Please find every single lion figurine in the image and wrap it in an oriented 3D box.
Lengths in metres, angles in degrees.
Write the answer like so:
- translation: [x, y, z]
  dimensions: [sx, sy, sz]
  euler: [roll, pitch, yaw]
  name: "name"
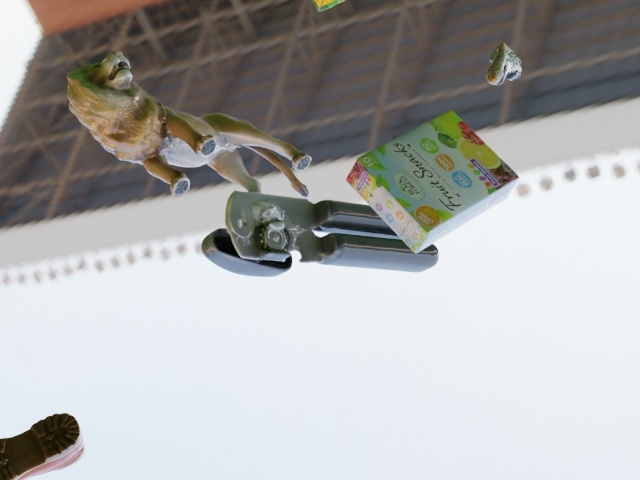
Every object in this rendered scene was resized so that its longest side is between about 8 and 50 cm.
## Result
- translation: [-0.202, -0.158, 2.138]
  dimensions: [0.240, 0.392, 0.142]
  euler: [37, -79, 36]
  name: "lion figurine"

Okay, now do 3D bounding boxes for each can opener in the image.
- translation: [0.000, 0.000, 1.513]
  dimensions: [0.283, 0.076, 0.095]
  euler: [6, 156, -40]
  name: "can opener"

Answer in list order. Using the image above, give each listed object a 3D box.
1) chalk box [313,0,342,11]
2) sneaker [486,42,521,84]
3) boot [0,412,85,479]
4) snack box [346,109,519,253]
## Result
- translation: [0.058, -0.391, 1.693]
  dimensions: [0.132, 0.132, 0.213]
  euler: [-21, -166, 32]
  name: "chalk box"
- translation: [0.209, -0.192, 1.540]
  dimensions: [0.032, 0.037, 0.083]
  euler: [-47, -169, 32]
  name: "sneaker"
- translation: [-0.339, 0.252, 1.560]
  dimensions: [0.158, 0.084, 0.059]
  euler: [-20, -111, -8]
  name: "boot"
- translation: [0.108, -0.058, 1.312]
  dimensions: [0.141, 0.037, 0.100]
  euler: [-29, -113, -38]
  name: "snack box"
